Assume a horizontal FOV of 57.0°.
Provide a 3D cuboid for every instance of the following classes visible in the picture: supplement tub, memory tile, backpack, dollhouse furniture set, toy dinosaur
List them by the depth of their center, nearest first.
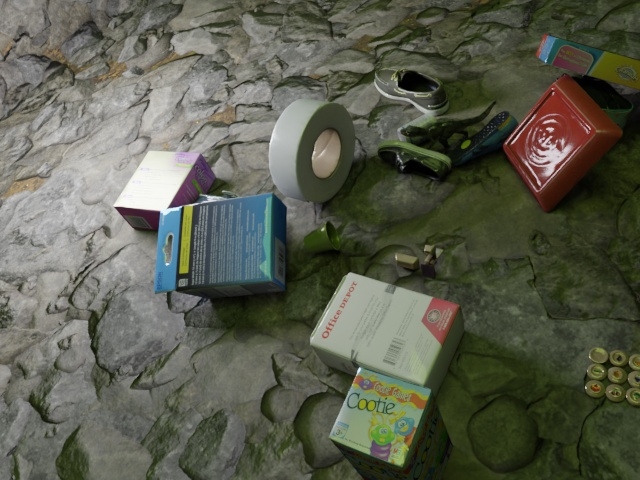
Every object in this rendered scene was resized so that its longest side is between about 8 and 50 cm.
[{"bbox_3d":[0.609,0.273,1.169,0.148,0.012,0.113,7,56,27],"label":"memory tile"},{"bbox_3d":[0.247,0.025,1.474,0.114,0.091,0.081,12,43,33],"label":"dollhouse furniture set"},{"bbox_3d":[0.690,-0.333,1.511,0.166,0.144,0.188,-2,33,-17],"label":"backpack"},{"bbox_3d":[0.365,-0.304,1.655,0.268,0.118,0.064,-15,49,9],"label":"toy dinosaur"},{"bbox_3d":[0.287,-0.321,1.732,0.107,0.071,0.071,-28,48,-1],"label":"supplement tub"}]

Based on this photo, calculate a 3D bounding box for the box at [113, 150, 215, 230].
[{"bbox_3d":[-0.493,-0.157,1.878,0.214,0.117,0.243,6,56,26],"label":"box"}]

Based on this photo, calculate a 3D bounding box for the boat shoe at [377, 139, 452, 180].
[{"bbox_3d":[0.253,-0.219,1.665,0.229,0.080,0.076,21,62,25],"label":"boat shoe"}]

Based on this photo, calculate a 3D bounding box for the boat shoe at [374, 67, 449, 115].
[{"bbox_3d":[0.280,-0.493,1.857,0.109,0.091,0.305,-41,50,-13],"label":"boat shoe"}]

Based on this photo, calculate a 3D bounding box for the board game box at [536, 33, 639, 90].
[{"bbox_3d":[0.731,-0.453,1.515,0.317,0.064,0.242,18,24,6],"label":"board game box"}]

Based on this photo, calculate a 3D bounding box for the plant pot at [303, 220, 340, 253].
[{"bbox_3d":[0.000,0.000,1.591,0.079,0.083,0.083,-22,47,20],"label":"plant pot"}]

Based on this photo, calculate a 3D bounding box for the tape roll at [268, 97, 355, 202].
[{"bbox_3d":[-0.019,-0.250,1.655,0.100,0.286,0.286,18,62,31],"label":"tape roll"}]

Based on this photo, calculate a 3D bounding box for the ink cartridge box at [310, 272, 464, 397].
[{"bbox_3d":[0.151,0.213,1.326,0.283,0.117,0.207,15,60,30],"label":"ink cartridge box"}]

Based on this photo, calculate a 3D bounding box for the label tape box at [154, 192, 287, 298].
[{"bbox_3d":[-0.270,0.023,1.608,0.348,0.115,0.249,-8,69,18],"label":"label tape box"}]

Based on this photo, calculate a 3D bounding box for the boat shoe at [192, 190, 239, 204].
[{"bbox_3d":[-0.277,-0.103,1.769,0.255,0.095,0.079,2,65,34],"label":"boat shoe"}]

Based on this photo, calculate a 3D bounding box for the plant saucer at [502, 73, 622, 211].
[{"bbox_3d":[0.574,-0.247,1.463,0.259,0.048,0.258,-55,37,35],"label":"plant saucer"}]

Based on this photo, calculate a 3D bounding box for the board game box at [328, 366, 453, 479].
[{"bbox_3d":[0.141,0.374,1.097,0.144,0.275,0.142,12,58,29],"label":"board game box"}]

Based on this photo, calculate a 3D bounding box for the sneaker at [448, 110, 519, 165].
[{"bbox_3d":[0.454,-0.262,1.625,0.209,0.082,0.069,-37,32,16],"label":"sneaker"}]
